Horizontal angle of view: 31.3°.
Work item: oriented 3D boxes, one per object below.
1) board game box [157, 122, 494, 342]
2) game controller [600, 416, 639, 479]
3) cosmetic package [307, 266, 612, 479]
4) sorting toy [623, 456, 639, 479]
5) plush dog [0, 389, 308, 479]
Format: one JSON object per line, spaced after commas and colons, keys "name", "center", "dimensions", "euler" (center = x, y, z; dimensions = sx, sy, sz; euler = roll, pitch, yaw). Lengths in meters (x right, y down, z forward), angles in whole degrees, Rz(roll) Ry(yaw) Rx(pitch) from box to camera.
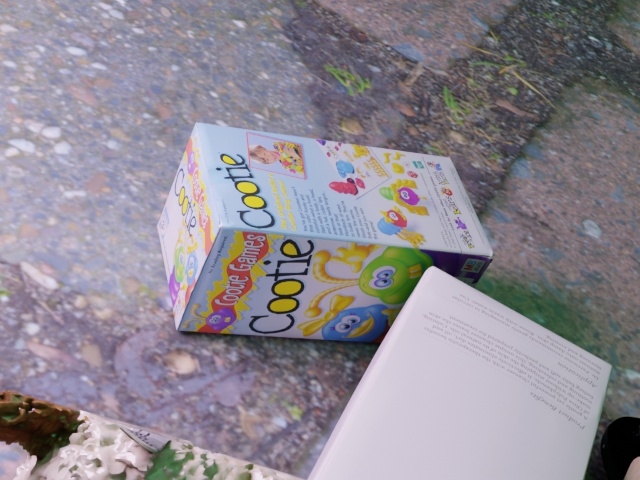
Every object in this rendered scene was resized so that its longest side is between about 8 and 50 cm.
{"name": "board game box", "center": [0.000, 0.000, 1.107], "dimensions": [0.275, 0.142, 0.144], "euler": [6, 43, -24]}
{"name": "game controller", "center": [0.361, 0.301, 1.036], "dimensions": [0.166, 0.067, 0.319], "euler": [9, 43, -20]}
{"name": "cosmetic package", "center": [0.091, 0.206, 0.920], "dimensions": [0.197, 0.155, 0.365], "euler": [30, 40, 5]}
{"name": "sorting toy", "center": [0.318, 0.320, 0.852], "dimensions": [0.255, 0.089, 0.257], "euler": [12, 51, 33]}
{"name": "plush dog", "center": [-0.142, 0.224, 0.695], "dimensions": [0.211, 0.262, 0.225], "euler": [25, 77, -36]}
